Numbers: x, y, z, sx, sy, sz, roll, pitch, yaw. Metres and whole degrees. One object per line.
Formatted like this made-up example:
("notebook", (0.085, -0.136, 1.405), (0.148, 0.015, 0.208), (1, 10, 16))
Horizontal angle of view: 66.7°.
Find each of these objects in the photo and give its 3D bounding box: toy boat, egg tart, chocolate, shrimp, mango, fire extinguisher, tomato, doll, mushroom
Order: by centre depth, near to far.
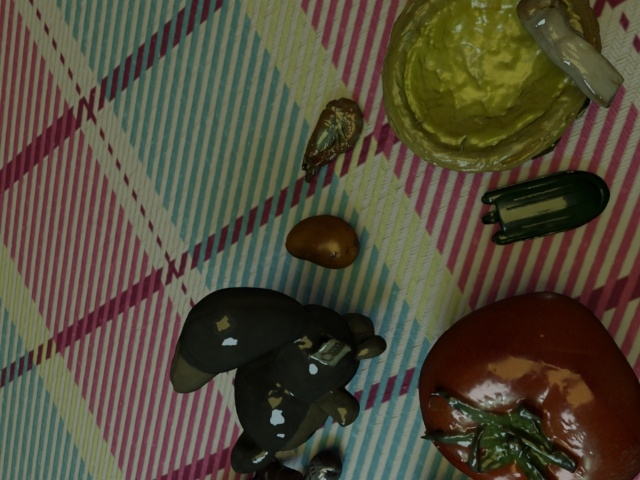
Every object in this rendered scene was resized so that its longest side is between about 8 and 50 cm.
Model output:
("mushroom", (0.358, -0.273, 0.692), (0.059, 0.054, 0.202), (-40, 91, 14))
("tomato", (0.335, 0.251, 0.791), (0.341, 0.273, 0.342), (10, 113, 24))
("egg tart", (0.273, -0.280, 0.806), (0.345, 0.132, 0.346), (2, 97, 19))
("toy boat", (0.385, -0.059, 0.842), (0.210, 0.052, 0.104), (-16, 90, 19))
("doll", (-0.112, 0.237, 0.925), (0.378, 0.252, 0.382), (33, 112, -19))
("shrimp", (0.015, -0.193, 0.956), (0.091, 0.043, 0.184), (39, 107, 7))
("mango", (0.000, 0.000, 0.966), (0.159, 0.084, 0.105), (8, 94, 18))
("chocolate", (-0.006, 0.518, 1.044), (0.072, 0.072, 0.167), (30, 108, 13))
("fire extinguisher", (-0.101, 0.506, 1.072), (0.157, 0.045, 0.078), (-13, 74, 50))

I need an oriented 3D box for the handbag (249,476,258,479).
("handbag", (-0.149, 0.740, 1.070), (0.325, 0.162, 0.327), (39, 110, 7))
